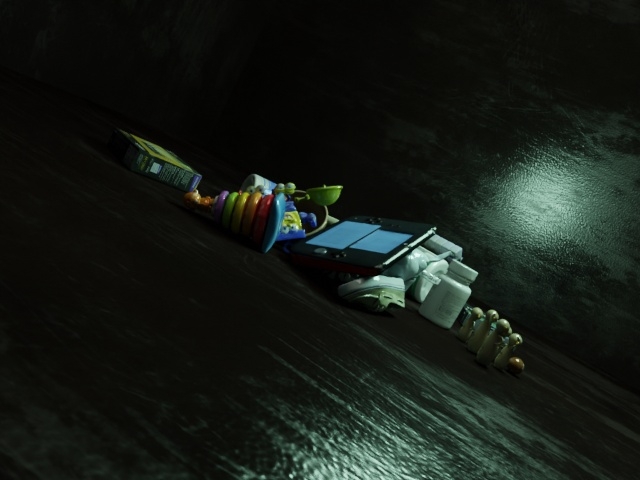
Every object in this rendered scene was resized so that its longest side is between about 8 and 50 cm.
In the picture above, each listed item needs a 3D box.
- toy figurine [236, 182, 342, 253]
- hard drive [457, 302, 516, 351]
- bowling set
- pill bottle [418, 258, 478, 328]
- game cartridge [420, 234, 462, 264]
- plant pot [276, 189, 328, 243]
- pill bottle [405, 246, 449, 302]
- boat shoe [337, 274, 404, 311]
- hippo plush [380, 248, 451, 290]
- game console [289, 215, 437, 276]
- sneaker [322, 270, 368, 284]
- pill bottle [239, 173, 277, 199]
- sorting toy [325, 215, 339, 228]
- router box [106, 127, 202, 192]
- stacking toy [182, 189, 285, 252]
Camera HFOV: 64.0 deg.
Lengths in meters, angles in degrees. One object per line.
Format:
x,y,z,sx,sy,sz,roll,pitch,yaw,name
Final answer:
-0.097,-0.061,1.715,0.363,0.217,0.191,-6,-12,-19,toy figurine
0.705,0.360,2.219,0.237,0.064,0.339,28,6,3,hard drive
0.584,0.323,1.658,0.200,0.154,0.287,27,8,-7,bowling set
0.463,0.190,1.841,0.131,0.229,0.131,28,7,-4,pill bottle
0.505,0.126,2.240,0.230,0.068,0.355,38,-33,41,game cartridge
-0.094,-0.064,1.846,0.238,0.109,0.237,2,47,-2,plant pot
0.348,0.095,2.184,0.361,0.204,0.204,34,9,39,pill bottle
0.164,0.159,1.480,0.302,0.109,0.094,5,66,-50,boat shoe
0.256,0.103,1.732,0.294,0.234,0.236,22,10,14,hippo plush
0.131,0.003,1.601,0.342,0.060,0.387,5,22,39,game console
0.108,0.103,1.683,0.153,0.094,0.235,31,7,10,sneaker
-0.199,-0.160,2.163,0.272,0.152,0.152,24,8,-30,pill bottle
0.009,-0.068,2.509,0.348,0.047,0.196,23,-22,-38,sorting toy
-0.600,-0.288,1.840,0.243,0.081,0.309,22,10,-43,router box
-0.264,-0.086,1.531,0.302,0.175,0.166,14,13,-1,stacking toy
